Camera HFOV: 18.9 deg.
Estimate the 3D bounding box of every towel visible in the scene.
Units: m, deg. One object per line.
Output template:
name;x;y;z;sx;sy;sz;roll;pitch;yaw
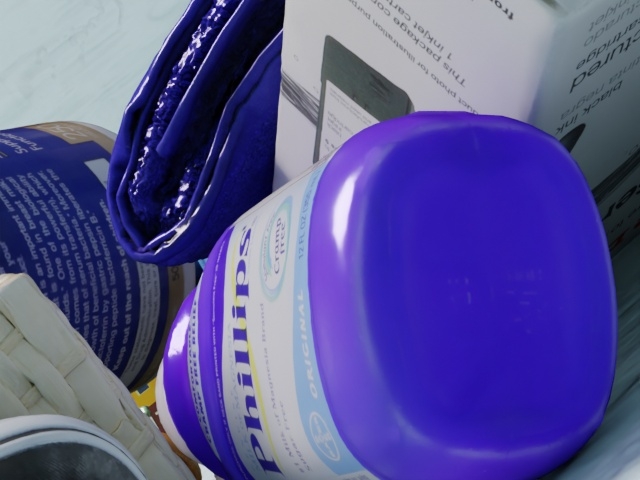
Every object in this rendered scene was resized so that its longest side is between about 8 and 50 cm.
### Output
towel;0.034;-0.098;0.902;0.227;0.076;0.308;-53;-20;19

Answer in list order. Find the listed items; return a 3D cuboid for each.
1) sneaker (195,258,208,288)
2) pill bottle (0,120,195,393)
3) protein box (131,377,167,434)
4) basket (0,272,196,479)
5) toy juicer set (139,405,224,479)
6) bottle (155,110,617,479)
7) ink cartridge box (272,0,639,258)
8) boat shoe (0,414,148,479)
sneaker;0.000;0.000;1.162;0.126;0.091;0.240;0;-26;-40
pill bottle;-0.194;0.031;0.924;0.153;0.153;0.264;-36;-11;34
protein box;-0.161;0.072;1.368;0.136;0.200;0.201;-38;4;17
basket;-0.108;0.103;0.692;0.113;0.167;0.103;-40;10;-24
toy juicer set;-0.041;0.074;0.983;0.209;0.089;0.329;-40;4;-24
bottle;0.005;0.039;0.684;0.092;0.118;0.283;-2;-9;-19
ink cartridge box;0.098;-0.095;0.726;0.211;0.121;0.289;-39;-19;-20
boat shoe;-0.136;0.180;0.527;0.119;0.121;0.335;-21;27;54
